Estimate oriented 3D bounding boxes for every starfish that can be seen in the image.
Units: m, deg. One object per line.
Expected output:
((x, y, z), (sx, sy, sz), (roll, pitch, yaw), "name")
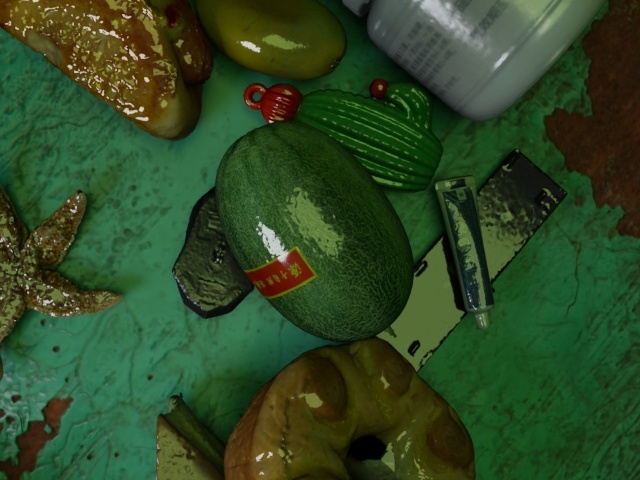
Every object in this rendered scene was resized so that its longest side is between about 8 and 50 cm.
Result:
((-0.351, 0.035, 0.797), (0.235, 0.062, 0.277), (-1, 90, -10), "starfish")

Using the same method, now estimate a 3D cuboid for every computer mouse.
((-0.122, 0.012, 0.836), (0.099, 0.057, 0.172), (14, 76, -8), "computer mouse")

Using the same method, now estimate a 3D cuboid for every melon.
((0.000, 0.000, 0.764), (0.182, 0.182, 0.288), (-38, 96, -6), "melon")

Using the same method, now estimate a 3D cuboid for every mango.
((-0.062, -0.248, 0.813), (0.191, 0.085, 0.122), (12, 57, 0), "mango")

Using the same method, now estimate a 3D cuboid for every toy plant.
((0.030, -0.119, 0.840), (0.240, 0.088, 0.155), (-2, 108, 3), "toy plant")

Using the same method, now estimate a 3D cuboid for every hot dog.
((-0.225, -0.240, 0.773), (0.256, 0.150, 0.153), (36, 96, -8), "hot dog")

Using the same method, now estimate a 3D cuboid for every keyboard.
((0.191, 0.028, 0.897), (0.106, 0.027, 0.317), (42, 85, -4), "keyboard")

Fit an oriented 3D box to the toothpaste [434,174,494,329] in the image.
((0.188, 0.016, 0.866), (0.057, 0.035, 0.197), (-10, 87, -10), "toothpaste")

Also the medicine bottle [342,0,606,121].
((0.147, -0.313, 0.771), (0.306, 0.245, 0.245), (40, 85, -3), "medicine bottle")

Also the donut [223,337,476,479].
((0.043, 0.272, 0.767), (0.299, 0.150, 0.317), (9, 63, -38), "donut")

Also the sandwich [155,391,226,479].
((-0.137, 0.309, 0.808), (0.128, 0.122, 0.236), (-41, 94, -10), "sandwich")
